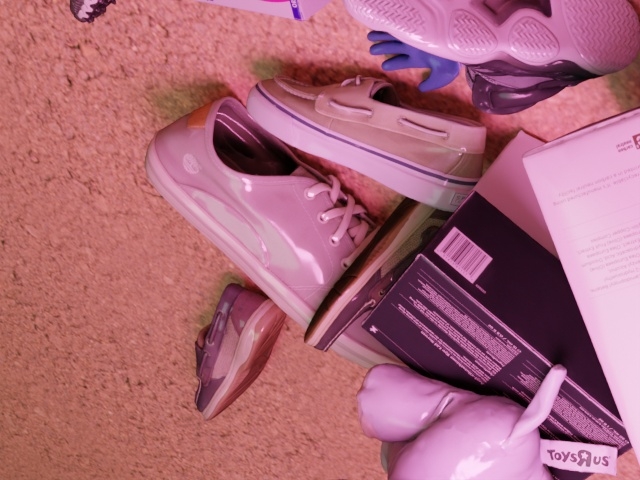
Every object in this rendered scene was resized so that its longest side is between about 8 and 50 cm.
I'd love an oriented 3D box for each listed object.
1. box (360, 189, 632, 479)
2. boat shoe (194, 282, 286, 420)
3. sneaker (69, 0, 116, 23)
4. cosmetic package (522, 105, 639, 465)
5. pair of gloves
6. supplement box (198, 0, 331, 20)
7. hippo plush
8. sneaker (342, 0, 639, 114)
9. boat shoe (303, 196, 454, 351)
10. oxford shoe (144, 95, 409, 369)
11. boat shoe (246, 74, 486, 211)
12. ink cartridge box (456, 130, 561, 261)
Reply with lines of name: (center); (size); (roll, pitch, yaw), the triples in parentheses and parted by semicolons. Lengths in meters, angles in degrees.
box: (0.188, 0.101, 1.515); (0.261, 0.103, 0.184); (40, 149, 3)
boat shoe: (-0.125, 0.149, 2.187); (0.092, 0.103, 0.285); (41, 146, 10)
sneaker: (-0.245, -0.333, 1.733); (0.106, 0.078, 0.234); (41, 146, 5)
cosmetic package: (0.326, 0.060, 1.326); (0.155, 0.197, 0.366); (-19, 91, 30)
pair of gloves: (0.093, -0.225, 1.543); (0.159, 0.023, 0.198); (11, 137, 43)
supplement box: (-0.073, -0.296, 1.530); (0.220, 0.114, 0.111); (18, 137, 42)
hippo plush: (0.110, 0.269, 1.490); (0.294, 0.236, 0.234); (-1, 130, 51)
sneaker: (0.133, -0.177, 1.406); (0.268, 0.101, 0.153); (10, 161, -14)
boat shoe: (0.072, 0.039, 1.725); (0.073, 0.223, 0.080); (39, 180, -8)
oxford shoe: (0.000, 0.000, 1.819); (0.449, 0.169, 0.130); (40, 118, 0)
boat shoe: (0.052, -0.122, 1.662); (0.302, 0.109, 0.094); (26, 106, 32)
ink cartridge box: (0.286, 0.064, 1.587); (0.307, 0.129, 0.223); (29, 147, 21)
